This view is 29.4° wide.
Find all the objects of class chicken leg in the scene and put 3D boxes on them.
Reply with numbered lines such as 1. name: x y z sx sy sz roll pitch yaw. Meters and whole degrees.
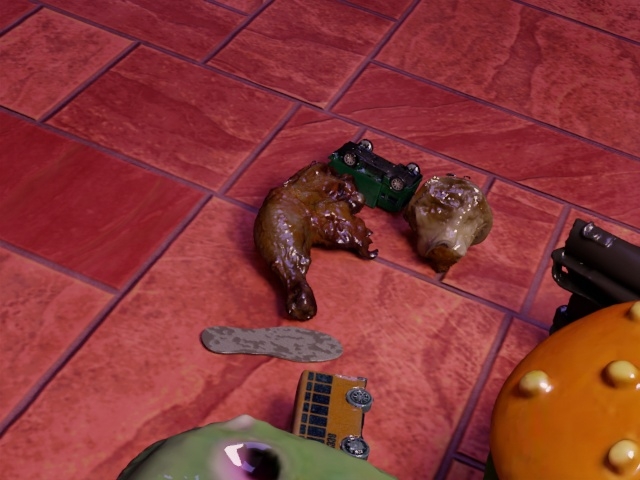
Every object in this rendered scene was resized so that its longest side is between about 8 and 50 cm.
1. chicken leg: -0.011 -0.007 1.796 0.177 0.083 0.322 39 39 8

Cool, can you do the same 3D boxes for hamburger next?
1. hamburger: 0.367 0.250 1.317 0.396 0.277 0.396 -12 35 9

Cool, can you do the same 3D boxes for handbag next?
1. handbag: 0.418 0.115 1.614 0.257 0.285 0.113 34 66 28

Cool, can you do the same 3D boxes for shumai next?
1. shumai: 0.186 -0.018 1.833 0.145 0.145 0.116 21 47 9

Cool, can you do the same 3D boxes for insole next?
1. insole: -0.064 0.138 1.644 0.193 0.006 0.065 4 39 -12

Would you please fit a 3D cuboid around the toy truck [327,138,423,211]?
1. toy truck: 0.085 -0.103 1.943 0.147 0.079 0.065 27 38 18

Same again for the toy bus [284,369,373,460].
1. toy bus: 0.003 0.245 1.459 0.103 0.091 0.182 11 35 -1

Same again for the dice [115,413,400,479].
1. dice: -0.070 0.375 1.071 0.318 0.330 0.322 18 39 7
